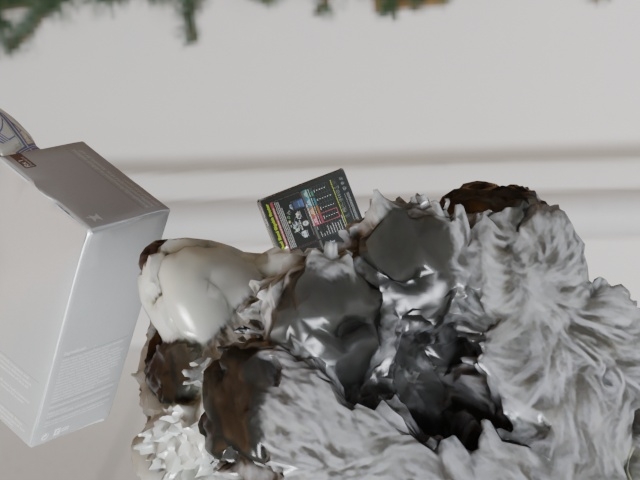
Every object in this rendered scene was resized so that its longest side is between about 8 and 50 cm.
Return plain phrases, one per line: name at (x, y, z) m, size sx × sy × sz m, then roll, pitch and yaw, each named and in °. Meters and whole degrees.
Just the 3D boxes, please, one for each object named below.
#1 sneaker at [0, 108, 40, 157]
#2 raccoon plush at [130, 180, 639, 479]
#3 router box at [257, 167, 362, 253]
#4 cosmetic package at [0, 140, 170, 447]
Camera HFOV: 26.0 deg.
sneaker at (-0.276, -0.043, 1.337) m, size 0.131 × 0.296 × 0.112 m, roll 22°, pitch -103°, yaw 48°
raccoon plush at (0.048, 0.174, 0.724) m, size 0.216 × 0.446 × 0.299 m, roll -23°, pitch 171°, yaw -23°
router box at (0.000, 0.000, 1.396) m, size 0.092 × 0.122 × 0.038 m, roll -21°, pitch 180°, yaw -8°
cosmetic package at (-0.231, 0.046, 1.212) m, size 0.127 × 0.238 × 0.107 m, roll 38°, pitch -150°, yaw 26°
